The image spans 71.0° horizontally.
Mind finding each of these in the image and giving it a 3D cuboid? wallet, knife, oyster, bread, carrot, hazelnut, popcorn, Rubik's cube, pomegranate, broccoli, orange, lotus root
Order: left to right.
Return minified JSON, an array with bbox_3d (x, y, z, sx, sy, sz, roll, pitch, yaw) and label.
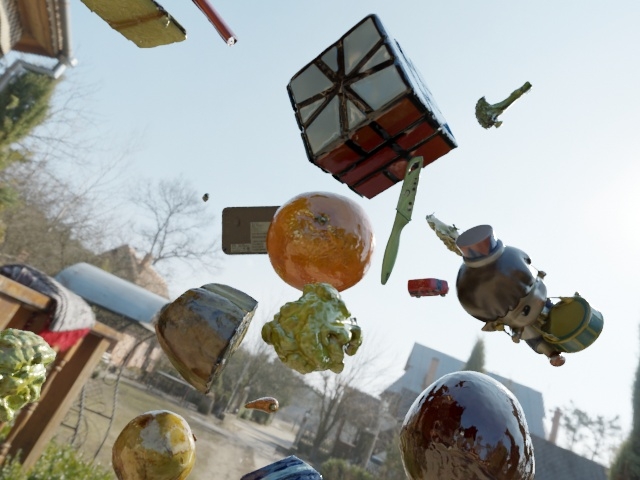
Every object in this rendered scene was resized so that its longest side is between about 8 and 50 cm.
[{"bbox_3d":[-1.037,0.435,1.446,0.274,0.279,0.335,47,20,-3],"label":"popcorn"},{"bbox_3d":[-0.569,-0.776,1.454,0.236,0.198,0.263,13,-9,31],"label":"bread"},{"bbox_3d":[-0.427,0.549,1.175,0.216,0.215,0.215,21,-21,9],"label":"pomegranate"},{"bbox_3d":[-0.322,0.238,1.292,0.250,0.316,0.316,37,-20,4],"label":"lotus root"},{"bbox_3d":[-0.361,-0.750,1.500,0.204,0.045,0.142,50,9,-16],"label":"wallet"},{"bbox_3d":[-0.245,0.671,1.835,0.061,0.061,0.257,33,-31,-22],"label":"carrot"},{"bbox_3d":[-0.021,0.263,1.260,0.242,0.250,0.234,43,-34,26],"label":"popcorn"},{"bbox_3d":[0.000,0.000,1.698,0.424,0.423,0.326,19,-22,14],"label":"orange"},{"bbox_3d":[0.121,-0.314,1.111,0.294,0.288,0.283,-31,-31,22],"label":"Rubik's cube"},{"bbox_3d":[0.177,-0.042,0.976,0.043,0.292,0.020,12,3,-7],"label":"knife"},{"bbox_3d":[0.415,-0.010,1.453,0.209,0.132,0.072,23,-60,-25],"label":"oyster"},{"bbox_3d":[0.410,0.572,1.246,0.353,0.420,0.421,-15,-43,43],"label":"hazelnut"},{"bbox_3d":[0.625,-0.468,1.536,0.122,0.204,0.118,57,14,0],"label":"broccoli"}]

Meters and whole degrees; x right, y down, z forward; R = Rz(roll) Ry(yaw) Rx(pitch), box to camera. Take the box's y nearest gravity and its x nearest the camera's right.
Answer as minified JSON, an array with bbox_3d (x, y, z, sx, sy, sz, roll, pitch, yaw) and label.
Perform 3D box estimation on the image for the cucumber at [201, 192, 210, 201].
[{"bbox_3d":[-0.523,-0.194,2.048,0.033,0.036,0.184,-6,1,-19],"label":"cucumber"}]

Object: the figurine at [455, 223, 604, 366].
[{"bbox_3d":[0.337,0.091,0.779,0.276,0.161,0.158,33,-23,-9],"label":"figurine"}]

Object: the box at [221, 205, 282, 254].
[{"bbox_3d":[-0.244,-0.043,1.919,0.351,0.211,0.058,-2,-5,0],"label":"box"}]

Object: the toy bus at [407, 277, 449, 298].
[{"bbox_3d":[0.526,0.226,2.190,0.195,0.081,0.089,-7,-34,27],"label":"toy bus"}]

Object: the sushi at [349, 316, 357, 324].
[{"bbox_3d":[0.104,0.371,1.819,0.135,0.109,0.273,-10,-12,-6],"label":"sushi"}]

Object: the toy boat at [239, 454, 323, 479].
[{"bbox_3d":[-0.055,0.597,0.944,0.292,0.210,0.070,43,-30,13],"label":"toy boat"}]
